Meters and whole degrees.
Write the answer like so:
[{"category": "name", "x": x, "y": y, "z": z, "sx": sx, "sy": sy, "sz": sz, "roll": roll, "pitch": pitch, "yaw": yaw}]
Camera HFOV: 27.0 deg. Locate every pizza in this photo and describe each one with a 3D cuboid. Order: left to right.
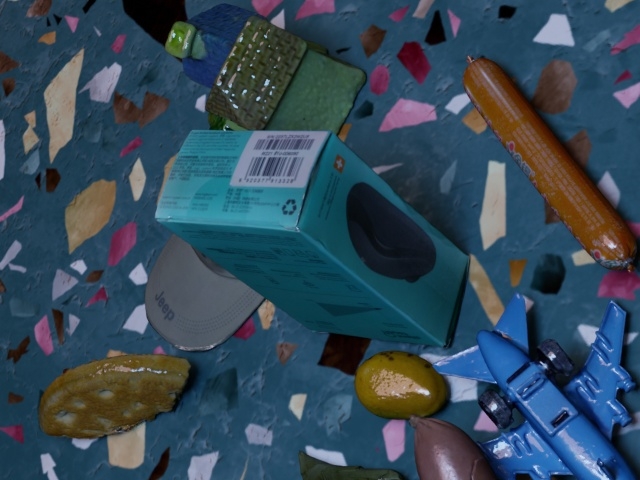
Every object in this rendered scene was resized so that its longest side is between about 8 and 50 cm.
[{"category": "pizza", "x": -0.272, "y": 0.193, "z": 1.716, "sx": 0.246, "sy": 0.127, "sz": 0.058, "roll": -31, "pitch": 34, "yaw": 34}]

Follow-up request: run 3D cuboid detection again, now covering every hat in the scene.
[{"category": "hat", "x": -0.155, "y": 0.006, "z": 1.684, "sx": 0.245, "sy": 0.149, "sz": 0.214, "roll": -46, "pitch": 50, "yaw": 1}]

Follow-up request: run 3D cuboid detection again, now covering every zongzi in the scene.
[{"category": "zongzi", "x": 0.047, "y": 0.253, "z": 1.483, "sx": 0.154, "sy": 0.062, "sz": 0.130, "roll": -33, "pitch": 44, "yaw": 16}]

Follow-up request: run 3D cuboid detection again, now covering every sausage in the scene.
[{"category": "sausage", "x": 0.182, "y": 0.358, "z": 1.256, "sx": 0.088, "sy": 0.088, "sz": 0.433, "roll": -30, "pitch": 74, "yaw": 25}, {"category": "sausage", "x": 0.244, "y": -0.090, "z": 1.459, "sx": 0.053, "sy": 0.053, "sz": 0.348, "roll": -43, "pitch": 52, "yaw": 17}]

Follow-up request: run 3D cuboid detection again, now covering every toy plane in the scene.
[{"category": "toy plane", "x": 0.235, "y": 0.175, "z": 1.338, "sx": 0.254, "sy": 0.105, "sz": 0.271, "roll": -41, "pitch": 47, "yaw": 0}]

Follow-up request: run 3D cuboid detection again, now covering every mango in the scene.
[{"category": "mango", "x": 0.089, "y": 0.163, "z": 1.479, "sx": 0.114, "sy": 0.057, "sz": 0.079, "roll": 13, "pitch": 74, "yaw": 37}]

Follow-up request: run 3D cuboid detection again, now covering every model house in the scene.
[{"category": "model house", "x": -0.097, "y": -0.198, "z": 1.677, "sx": 0.214, "sy": 0.189, "sz": 0.195, "roll": 32, "pitch": 91, "yaw": 39}]

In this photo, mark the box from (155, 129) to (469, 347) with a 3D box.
[{"category": "box", "x": 0.000, "y": 0.000, "z": 1.444, "sx": 0.205, "sy": 0.311, "sz": 0.118, "roll": 6, "pitch": 67, "yaw": 40}]
